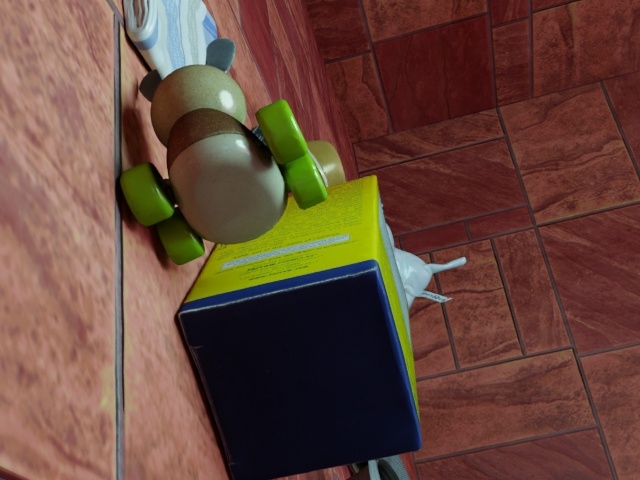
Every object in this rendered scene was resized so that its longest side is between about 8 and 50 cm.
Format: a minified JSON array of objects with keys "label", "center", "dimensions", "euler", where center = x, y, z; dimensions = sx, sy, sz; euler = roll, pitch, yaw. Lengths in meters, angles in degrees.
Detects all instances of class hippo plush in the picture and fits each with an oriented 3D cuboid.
[{"label":"hippo plush","center":[0.110,0.066,1.832],"dimensions":[0.236,0.294,0.234],"euler":[49,53,-32]}]

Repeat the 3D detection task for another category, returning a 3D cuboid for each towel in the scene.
[{"label":"towel","center":[-0.163,-0.242,0.967],"dimensions":[0.285,0.034,0.209],"euler":[61,18,-66]}]

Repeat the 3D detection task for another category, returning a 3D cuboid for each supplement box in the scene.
[{"label":"supplement box","center":[-0.008,0.078,0.936],"dimensions":[0.356,0.195,0.194],"euler":[-78,154,-72]}]

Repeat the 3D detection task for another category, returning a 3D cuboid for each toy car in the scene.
[{"label":"toy car","center":[-0.104,-0.102,0.770],"dimensions":[0.149,0.155,0.188],"euler":[64,2,-59]}]

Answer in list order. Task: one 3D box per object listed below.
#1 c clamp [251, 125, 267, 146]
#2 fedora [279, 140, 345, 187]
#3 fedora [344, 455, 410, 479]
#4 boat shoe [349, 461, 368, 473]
[{"label":"c clamp","center":[-0.091,-0.115,1.355],"dimensions":[0.161,0.022,0.137],"euler":[-83,154,-66]},{"label":"fedora","center":[-0.009,-0.126,1.510],"dimensions":[0.194,0.079,0.194],"euler":[55,-20,31]},{"label":"fedora","center":[0.082,0.427,1.190],"dimensions":[0.276,0.124,0.243],"euler":[66,10,17]},{"label":"boat shoe","center":[0.084,0.312,1.478],"dimensions":[0.097,0.116,0.325],"euler":[-95,180,-45]}]
